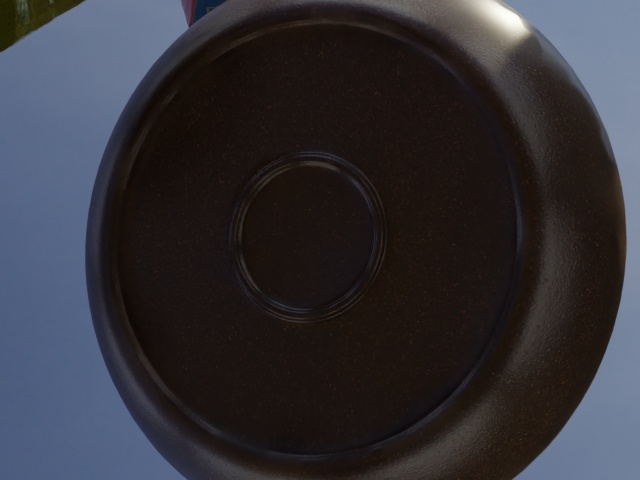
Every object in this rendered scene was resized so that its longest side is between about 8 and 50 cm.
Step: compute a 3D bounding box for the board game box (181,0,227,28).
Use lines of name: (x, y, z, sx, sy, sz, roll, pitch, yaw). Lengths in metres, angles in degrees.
board game box: (-0.057, -0.359, 0.946, 0.086, 0.302, 0.308, 0, -49, -18)

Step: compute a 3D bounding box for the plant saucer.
plant saucer: (0.000, 0.000, 0.668, 0.311, 0.310, 0.050, -59, -21, 6)

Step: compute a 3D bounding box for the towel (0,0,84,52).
towel: (-0.155, -0.142, 0.654, 0.237, 0.021, 0.102, -51, -16, -53)
